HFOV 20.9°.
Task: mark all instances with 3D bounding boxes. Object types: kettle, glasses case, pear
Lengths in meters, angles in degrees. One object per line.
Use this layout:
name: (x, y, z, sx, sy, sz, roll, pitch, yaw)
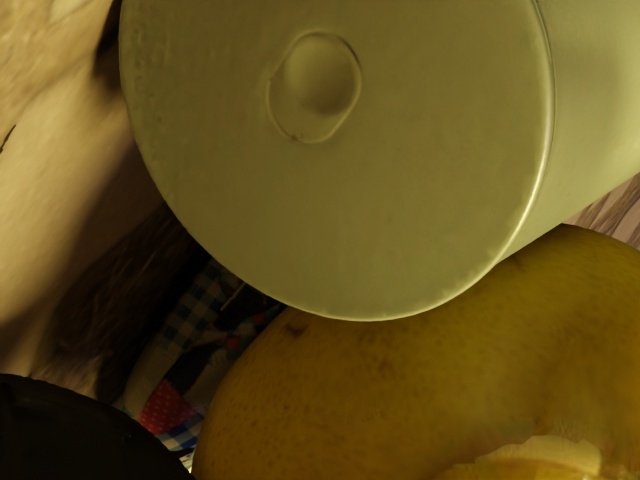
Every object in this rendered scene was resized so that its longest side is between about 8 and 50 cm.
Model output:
kettle: (0.101, -0.114, 0.761, 0.265, 0.205, 0.318, -13, -171, 37)
glasses case: (0.000, 0.000, 1.017, 0.327, 0.076, 0.125, -50, 166, -11)
pear: (0.071, 0.107, 0.857, 0.285, 0.336, 0.285, -14, 125, -21)

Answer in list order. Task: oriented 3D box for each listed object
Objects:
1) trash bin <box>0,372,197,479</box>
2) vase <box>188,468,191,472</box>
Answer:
trash bin: (-0.170, 0.229, 0.790, 0.252, 0.203, 0.301, -9, 137, -40)
vase: (-0.042, 0.074, 1.096, 0.211, 0.060, 0.060, -52, 165, -7)
